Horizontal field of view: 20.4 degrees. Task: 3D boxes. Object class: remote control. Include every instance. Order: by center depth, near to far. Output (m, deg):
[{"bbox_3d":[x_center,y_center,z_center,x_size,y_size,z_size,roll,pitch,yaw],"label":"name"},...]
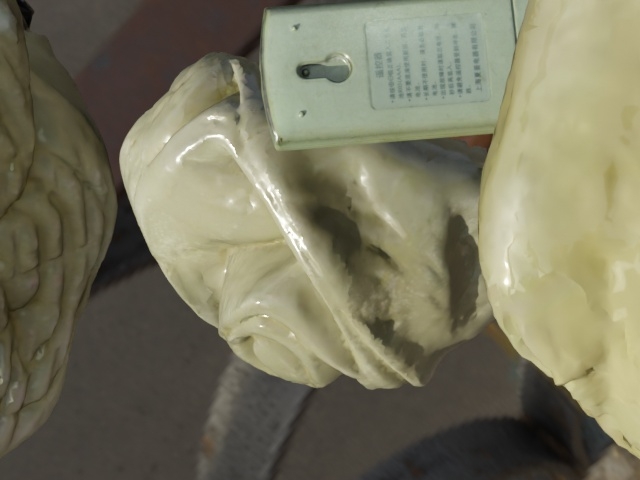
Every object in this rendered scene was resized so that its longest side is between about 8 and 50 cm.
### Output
[{"bbox_3d":[0.076,-0.117,1.194,0.233,0.038,0.098,-5,81,-2],"label":"remote control"}]

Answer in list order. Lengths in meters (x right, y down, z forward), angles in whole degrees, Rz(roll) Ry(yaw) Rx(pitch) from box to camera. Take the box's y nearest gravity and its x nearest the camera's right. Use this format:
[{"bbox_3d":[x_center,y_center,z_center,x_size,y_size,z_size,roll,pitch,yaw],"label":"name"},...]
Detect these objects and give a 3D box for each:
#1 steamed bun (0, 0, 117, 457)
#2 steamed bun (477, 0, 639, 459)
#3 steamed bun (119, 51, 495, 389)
[{"bbox_3d":[-0.244,-0.032,0.770,0.275,0.320,0.206,-36,53,-25],"label":"steamed bun"},{"bbox_3d":[0.214,-0.050,0.423,0.372,0.230,0.325,9,95,40],"label":"steamed bun"},{"bbox_3d":[0.000,0.000,1.572,0.368,0.342,0.255,20,89,8],"label":"steamed bun"}]
